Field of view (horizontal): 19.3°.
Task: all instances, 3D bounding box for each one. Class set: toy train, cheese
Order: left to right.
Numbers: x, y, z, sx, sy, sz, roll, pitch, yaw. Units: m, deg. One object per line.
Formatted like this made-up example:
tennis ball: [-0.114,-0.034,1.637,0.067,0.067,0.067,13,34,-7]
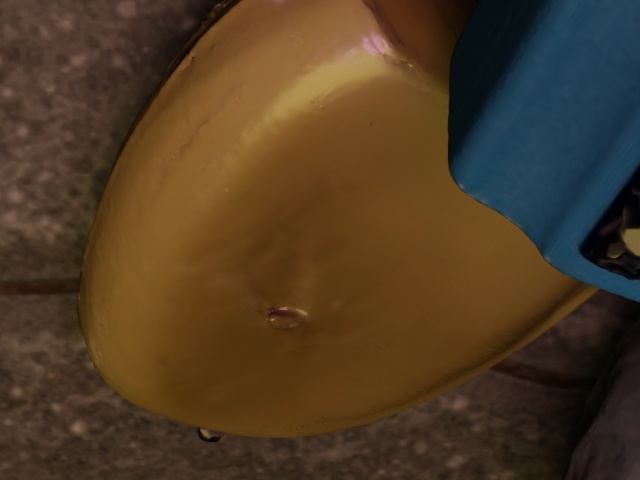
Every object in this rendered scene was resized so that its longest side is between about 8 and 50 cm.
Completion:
cheese: [0.000,0.000,0.977,0.259,0.128,0.316,33,128,-23]
toy train: [0.218,-0.075,0.796,0.300,0.265,0.188,19,130,-11]

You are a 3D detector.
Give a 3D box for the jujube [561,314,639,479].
jujube: [0.228,0.166,1.013,0.215,0.246,0.308,24,148,11]
